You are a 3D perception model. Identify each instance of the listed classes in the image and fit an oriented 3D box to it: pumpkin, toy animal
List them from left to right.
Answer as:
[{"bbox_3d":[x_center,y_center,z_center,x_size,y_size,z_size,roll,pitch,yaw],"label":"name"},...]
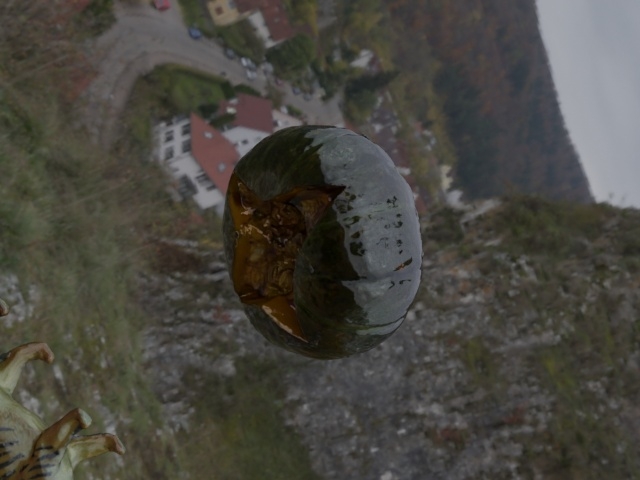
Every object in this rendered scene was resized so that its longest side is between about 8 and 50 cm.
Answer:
[{"bbox_3d":[-0.232,0.144,0.613,0.241,0.099,0.057,50,-10,3],"label":"toy animal"},{"bbox_3d":[0.003,0.001,0.798,0.159,0.238,0.238,-6,72,-34],"label":"pumpkin"}]
